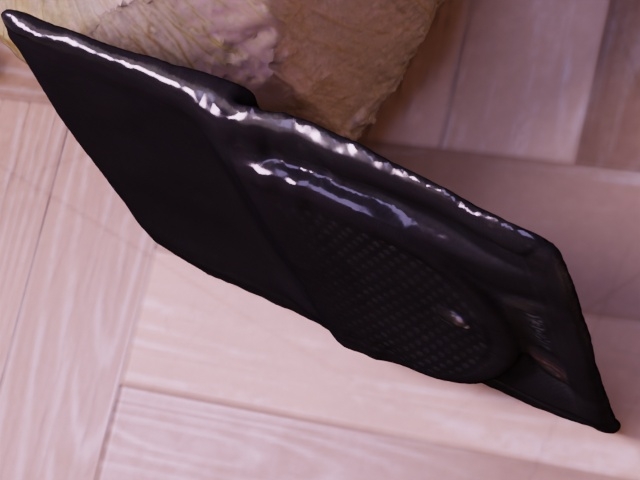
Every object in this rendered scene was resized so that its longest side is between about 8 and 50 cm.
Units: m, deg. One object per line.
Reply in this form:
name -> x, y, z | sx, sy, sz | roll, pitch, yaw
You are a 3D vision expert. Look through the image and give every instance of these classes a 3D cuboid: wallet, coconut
wallet -> 0.000, 0.000, 0.999 | 0.323, 0.247, 0.041 | 25, 71, 27
coconut -> -0.066, -0.200, 1.078 | 0.297, 0.254, 0.297 | -8, 70, 22
